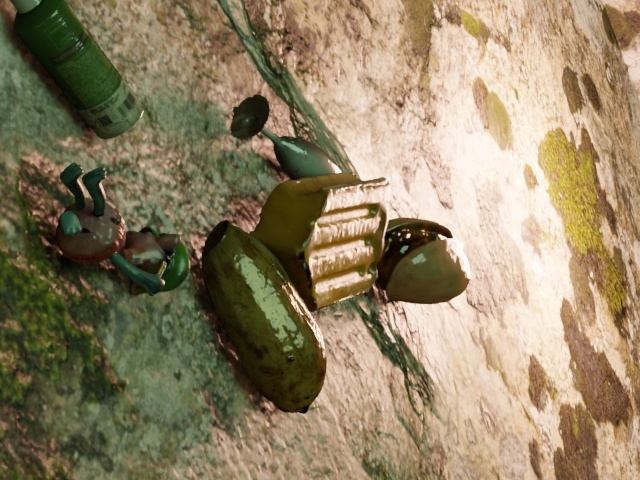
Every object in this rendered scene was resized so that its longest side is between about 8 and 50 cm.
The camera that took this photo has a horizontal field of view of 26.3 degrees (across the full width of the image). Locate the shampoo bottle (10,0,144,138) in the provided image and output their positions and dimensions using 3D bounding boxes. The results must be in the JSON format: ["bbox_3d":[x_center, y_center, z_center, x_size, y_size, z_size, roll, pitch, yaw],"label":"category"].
[{"bbox_3d":[-0.265,-0.195,1.417,0.204,0.065,0.065,55,35,-35],"label":"shampoo bottle"}]

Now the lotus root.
[{"bbox_3d":[-0.062,0.096,1.626,0.258,0.097,0.110,62,27,-21],"label":"lotus root"}]

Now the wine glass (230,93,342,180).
[{"bbox_3d":[-0.039,-0.120,1.794,0.198,0.066,0.066,35,49,-51],"label":"wine glass"}]

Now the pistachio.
[{"bbox_3d":[0.140,0.034,2.007,0.129,0.131,0.206,39,17,31],"label":"pistachio"}]

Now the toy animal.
[{"bbox_3d":[-0.204,0.003,1.400,0.103,0.100,0.208,48,-3,33],"label":"toy animal"}]

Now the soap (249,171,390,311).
[{"bbox_3d":[0.000,0.000,1.741,0.257,0.080,0.160,-12,113,-63],"label":"soap"}]
